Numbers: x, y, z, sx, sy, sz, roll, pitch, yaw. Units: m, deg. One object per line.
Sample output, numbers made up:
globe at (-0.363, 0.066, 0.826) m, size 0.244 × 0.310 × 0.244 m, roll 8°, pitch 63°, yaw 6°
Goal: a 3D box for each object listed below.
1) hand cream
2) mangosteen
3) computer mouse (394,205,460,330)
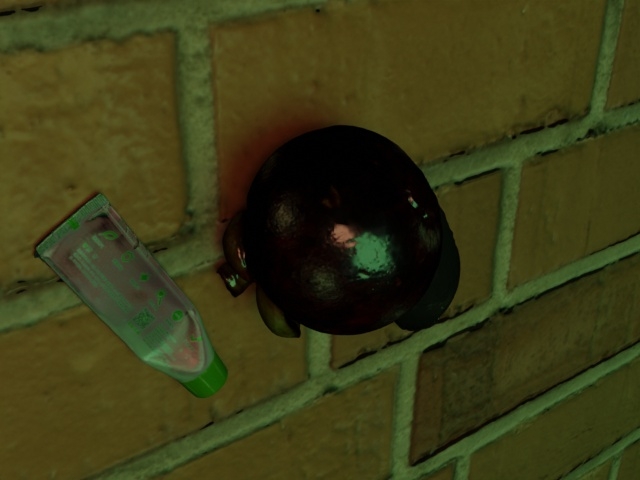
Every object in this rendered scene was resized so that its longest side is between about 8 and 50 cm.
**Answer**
hand cream at (-0.187, 0.072, 0.901) m, size 0.275 × 0.050 × 0.079 m, roll 57°, pitch 48°, yaw -37°
mangosteen at (0.000, 0.000, 0.916) m, size 0.265 × 0.228 × 0.228 m, roll -24°, pitch 143°, yaw 26°
computer mouse at (0.130, 0.044, 1.127) m, size 0.122 × 0.073 × 0.217 m, roll -39°, pitch 131°, yaw -17°
